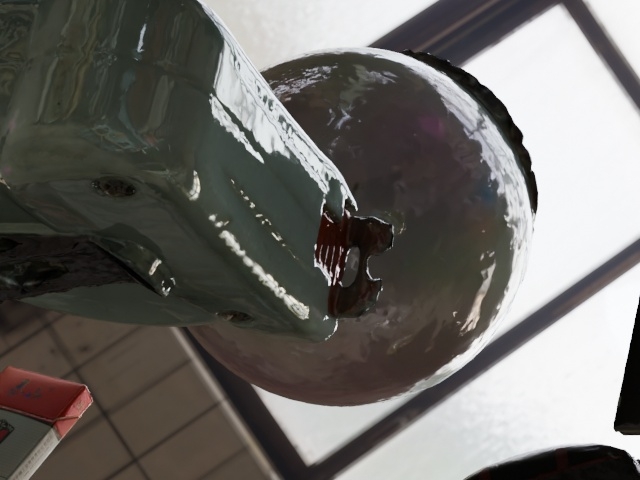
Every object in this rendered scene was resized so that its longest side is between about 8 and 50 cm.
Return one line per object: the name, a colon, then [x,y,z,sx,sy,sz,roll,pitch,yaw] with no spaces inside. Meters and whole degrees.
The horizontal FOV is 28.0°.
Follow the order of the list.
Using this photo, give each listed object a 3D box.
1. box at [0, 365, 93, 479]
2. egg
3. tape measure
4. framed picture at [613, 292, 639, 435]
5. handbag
box: [-0.396,0.253,1.535,0.139,0.245,0.035,10,-46,31]
egg: [0.000,0.000,1.218,0.354,0.354,0.340,55,30,5]
tape measure: [-0.115,-0.026,0.681,0.243,0.246,0.125,51,43,-56]
framed picture: [0.358,0.014,0.901,0.014,0.255,0.339,28,-24,-29]
handbag: [0.236,0.284,1.280,0.169,0.215,0.155,22,49,-68]
